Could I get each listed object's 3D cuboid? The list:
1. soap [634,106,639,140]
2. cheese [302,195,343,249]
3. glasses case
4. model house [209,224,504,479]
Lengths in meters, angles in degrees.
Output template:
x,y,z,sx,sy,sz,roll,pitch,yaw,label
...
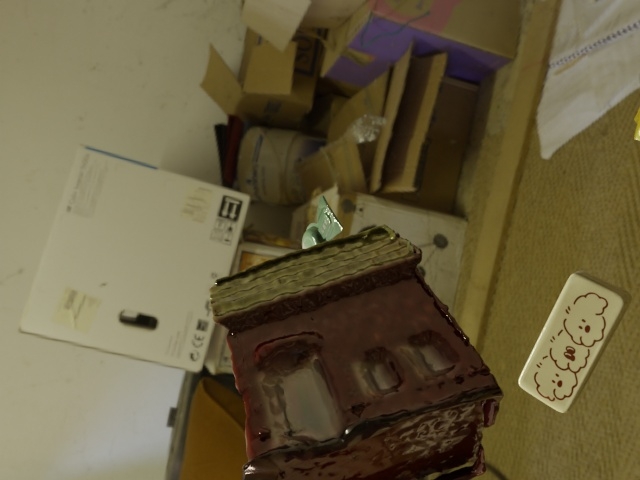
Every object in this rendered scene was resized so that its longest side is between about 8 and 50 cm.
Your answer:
x,y,z,sx,sy,sz,roll,pitch,yaw,label
0.586,-0.184,0.749,0.096,0.324,0.204,-54,-22,-50,soap
0.000,0.000,0.804,0.067,0.026,0.121,58,149,27,cheese
0.619,0.248,1.480,0.144,0.076,0.336,31,113,34,glasses case
0.012,0.099,0.538,0.254,0.196,0.160,-113,8,-48,model house
